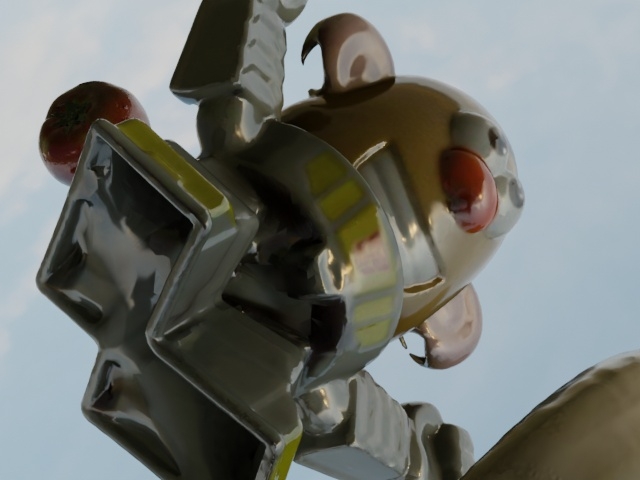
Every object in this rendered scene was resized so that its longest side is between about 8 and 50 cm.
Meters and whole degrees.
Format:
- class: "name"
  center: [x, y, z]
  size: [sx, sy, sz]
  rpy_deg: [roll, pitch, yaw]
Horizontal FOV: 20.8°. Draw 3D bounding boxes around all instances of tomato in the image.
- class: "tomato"
  center: [-0.168, -0.076, 1.326]
  size: [0.087, 0.075, 0.087]
  rpy_deg: [-19, -135, 20]

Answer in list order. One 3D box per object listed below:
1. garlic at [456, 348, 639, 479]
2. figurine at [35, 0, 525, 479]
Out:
- class: "garlic"
  center: [0.092, 0.136, 0.618]
  size: [0.178, 0.229, 0.143]
  rpy_deg: [-25, -116, -23]
- class: "figurine"
  center: [-0.001, -0.001, 0.941]
  size: [0.167, 0.343, 0.285]
  rpy_deg: [17, -151, 33]
